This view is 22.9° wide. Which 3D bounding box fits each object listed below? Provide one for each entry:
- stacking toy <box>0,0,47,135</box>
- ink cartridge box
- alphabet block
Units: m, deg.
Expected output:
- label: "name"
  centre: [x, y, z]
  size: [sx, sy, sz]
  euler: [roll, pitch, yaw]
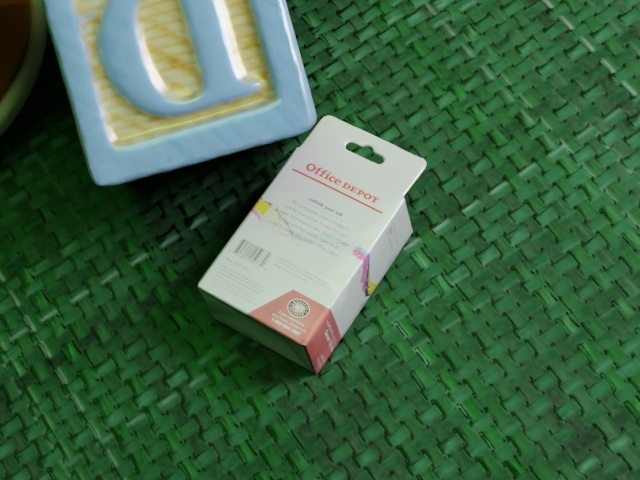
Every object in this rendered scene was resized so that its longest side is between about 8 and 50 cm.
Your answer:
- label: "stacking toy"
  centre: [-0.470, -0.273, 1.354]
  size: [0.351, 0.480, 0.350]
  euler: [-6, 60, 10]
- label: "ink cartridge box"
  centre: [0.000, 0.000, 1.359]
  size: [0.115, 0.067, 0.198]
  euler: [28, 71, 22]
- label: "alphabet block"
  centre: [-0.116, -0.161, 1.357]
  size: [0.193, 0.197, 0.192]
  euler: [-14, 94, 1]
